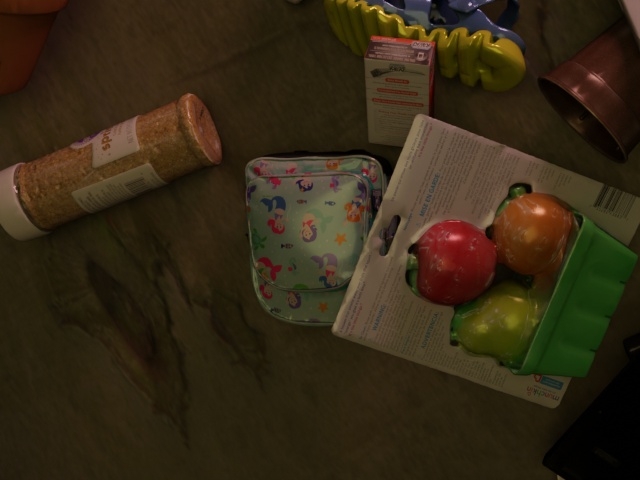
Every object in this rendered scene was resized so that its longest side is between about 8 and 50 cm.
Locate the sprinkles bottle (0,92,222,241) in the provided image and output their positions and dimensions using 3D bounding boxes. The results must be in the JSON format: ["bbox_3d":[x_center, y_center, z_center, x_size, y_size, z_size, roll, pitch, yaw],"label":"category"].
[{"bbox_3d":[-0.333,-0.111,1.522,0.355,0.121,0.121,-20,90,12],"label":"sprinkles bottle"}]

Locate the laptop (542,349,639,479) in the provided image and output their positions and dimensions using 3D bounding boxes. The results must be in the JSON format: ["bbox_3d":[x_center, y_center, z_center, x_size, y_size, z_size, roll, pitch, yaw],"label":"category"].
[{"bbox_3d":[0.597,0.232,1.360,0.382,0.236,0.408,34,122,6],"label":"laptop"}]

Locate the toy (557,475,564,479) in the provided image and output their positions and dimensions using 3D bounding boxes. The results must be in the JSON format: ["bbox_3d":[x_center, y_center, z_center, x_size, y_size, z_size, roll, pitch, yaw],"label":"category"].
[{"bbox_3d":[0.465,0.390,1.414,0.237,0.056,0.136,-4,93,6],"label":"toy"}]

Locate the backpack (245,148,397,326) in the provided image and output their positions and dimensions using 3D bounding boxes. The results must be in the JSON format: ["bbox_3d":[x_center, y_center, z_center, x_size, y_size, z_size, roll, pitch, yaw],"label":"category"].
[{"bbox_3d":[0.000,0.000,1.430,0.225,0.191,0.253,0,100,14],"label":"backpack"}]

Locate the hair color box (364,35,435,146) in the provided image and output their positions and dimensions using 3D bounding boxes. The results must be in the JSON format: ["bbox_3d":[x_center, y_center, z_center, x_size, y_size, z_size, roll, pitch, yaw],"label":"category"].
[{"bbox_3d":[0.115,-0.209,1.398,0.093,0.167,0.053,9,55,11],"label":"hair color box"}]

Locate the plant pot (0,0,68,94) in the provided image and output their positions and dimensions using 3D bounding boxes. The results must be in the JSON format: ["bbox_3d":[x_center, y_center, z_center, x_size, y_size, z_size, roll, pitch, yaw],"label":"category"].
[{"bbox_3d":[-0.535,-0.350,1.484,0.291,0.291,0.203,22,115,10],"label":"plant pot"}]

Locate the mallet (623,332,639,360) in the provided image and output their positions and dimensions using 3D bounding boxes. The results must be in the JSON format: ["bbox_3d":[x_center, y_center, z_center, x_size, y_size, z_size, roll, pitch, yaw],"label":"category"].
[{"bbox_3d":[0.507,0.213,1.408,0.062,0.039,0.189,-31,92,11],"label":"mallet"}]

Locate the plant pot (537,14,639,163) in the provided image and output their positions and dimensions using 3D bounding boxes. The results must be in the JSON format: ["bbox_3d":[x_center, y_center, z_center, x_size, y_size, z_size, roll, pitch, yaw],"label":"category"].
[{"bbox_3d":[0.415,-0.221,1.337,0.165,0.167,0.167,-45,84,3],"label":"plant pot"}]

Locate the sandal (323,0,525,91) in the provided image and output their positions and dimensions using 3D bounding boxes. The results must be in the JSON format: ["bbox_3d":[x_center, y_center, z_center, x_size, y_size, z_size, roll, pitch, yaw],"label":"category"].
[{"bbox_3d":[0.158,-0.317,1.413,0.317,0.126,0.138,19,68,15],"label":"sandal"}]

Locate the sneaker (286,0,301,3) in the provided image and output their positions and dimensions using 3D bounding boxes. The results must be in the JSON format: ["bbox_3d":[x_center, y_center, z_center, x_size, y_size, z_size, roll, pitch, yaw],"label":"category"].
[{"bbox_3d":[0.046,-0.456,1.417,0.129,0.111,0.297,26,121,-28],"label":"sneaker"}]

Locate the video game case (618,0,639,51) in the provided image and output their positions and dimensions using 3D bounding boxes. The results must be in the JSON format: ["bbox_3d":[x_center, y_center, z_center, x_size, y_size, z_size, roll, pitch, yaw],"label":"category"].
[{"bbox_3d":[0.536,-0.413,1.278,0.329,0.036,0.300,-18,59,13],"label":"video game case"}]

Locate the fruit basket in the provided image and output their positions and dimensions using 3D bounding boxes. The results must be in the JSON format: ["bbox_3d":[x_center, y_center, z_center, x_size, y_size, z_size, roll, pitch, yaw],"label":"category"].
[{"bbox_3d":[0.232,0.035,1.353,0.353,0.165,0.327,20,99,-4],"label":"fruit basket"}]
